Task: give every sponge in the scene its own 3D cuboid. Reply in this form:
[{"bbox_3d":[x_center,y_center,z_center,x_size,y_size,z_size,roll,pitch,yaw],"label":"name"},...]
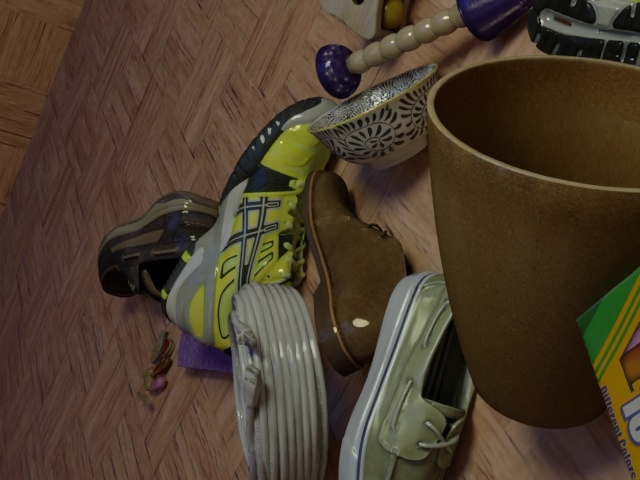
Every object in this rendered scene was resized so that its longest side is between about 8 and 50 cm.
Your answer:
[{"bbox_3d":[-0.156,0.141,1.451,0.210,0.031,0.117,-6,72,57],"label":"sponge"}]

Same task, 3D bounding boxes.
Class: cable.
[{"bbox_3d":[-0.055,0.173,1.121,0.257,0.089,0.257,-114,20,-63],"label":"cable"}]

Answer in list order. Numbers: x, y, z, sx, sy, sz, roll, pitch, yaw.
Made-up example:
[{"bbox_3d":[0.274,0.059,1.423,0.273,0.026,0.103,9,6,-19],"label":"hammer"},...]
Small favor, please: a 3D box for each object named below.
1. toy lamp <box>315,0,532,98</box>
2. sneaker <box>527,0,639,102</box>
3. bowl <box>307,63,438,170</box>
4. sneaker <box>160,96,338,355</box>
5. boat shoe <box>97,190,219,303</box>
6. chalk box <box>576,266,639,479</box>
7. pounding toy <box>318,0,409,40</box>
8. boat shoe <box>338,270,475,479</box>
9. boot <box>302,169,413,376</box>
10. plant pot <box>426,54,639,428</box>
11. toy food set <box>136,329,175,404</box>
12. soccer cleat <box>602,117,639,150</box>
[{"bbox_3d":[0.117,-0.239,1.090,0.275,0.080,0.080,-14,64,40],"label":"toy lamp"},{"bbox_3d":[0.283,-0.173,0.816,0.208,0.094,0.081,42,130,40],"label":"sneaker"},{"bbox_3d":[0.077,-0.134,1.115,0.170,0.170,0.080,-2,119,59],"label":"bowl"},{"bbox_3d":[-0.063,-0.015,1.304,0.147,0.145,0.384,36,106,22],"label":"sneaker"},{"bbox_3d":[-0.290,0.038,1.623,0.355,0.132,0.130,-36,48,49],"label":"boat shoe"},{"bbox_3d":[0.319,0.052,0.526,0.289,0.180,0.179,-52,38,44],"label":"chalk box"},{"bbox_3d":[0.115,-0.384,1.206,0.154,0.155,0.269,20,105,32],"label":"pounding toy"},{"bbox_3d":[0.096,0.173,0.947,0.094,0.109,0.302,-7,68,56],"label":"boat shoe"},{"bbox_3d":[0.050,0.017,1.134,0.115,0.112,0.305,-26,44,15],"label":"boot"},{"bbox_3d":[0.193,0.016,0.747,0.237,0.237,0.254,-126,31,-53],"label":"plant pot"},{"bbox_3d":[-0.275,0.219,1.627,0.078,0.019,0.122,19,85,59],"label":"toy food set"},{"bbox_3d":[0.248,-0.084,0.863,0.196,0.068,0.076,-1,111,49],"label":"soccer cleat"}]
